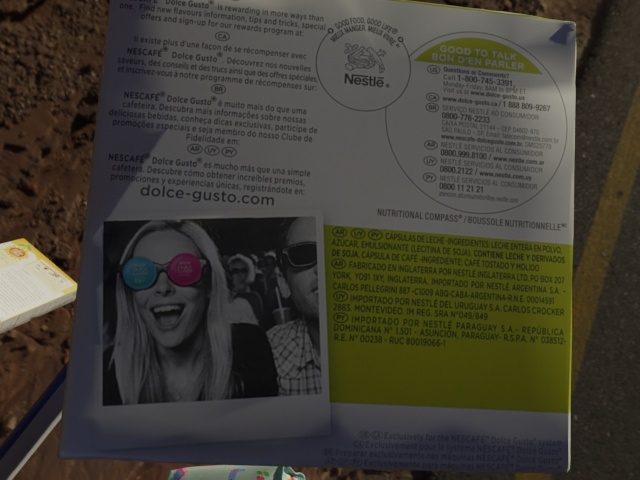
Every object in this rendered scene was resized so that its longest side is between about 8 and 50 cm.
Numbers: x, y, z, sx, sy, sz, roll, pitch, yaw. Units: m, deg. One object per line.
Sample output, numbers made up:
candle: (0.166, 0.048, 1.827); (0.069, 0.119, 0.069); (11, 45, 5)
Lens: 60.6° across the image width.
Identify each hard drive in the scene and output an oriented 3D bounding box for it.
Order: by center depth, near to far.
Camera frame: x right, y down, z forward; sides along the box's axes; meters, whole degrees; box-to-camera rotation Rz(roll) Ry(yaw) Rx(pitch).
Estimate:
hard drive: (-0.347, 0.187, 0.796); (0.040, 0.210, 0.318); (39, 95, -10)

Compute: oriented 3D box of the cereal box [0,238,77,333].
cereal box: (-0.608, 0.086, 1.045); (0.173, 0.047, 0.240); (39, 21, 6)

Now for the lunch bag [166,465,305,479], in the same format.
lunch bag: (-0.146, 0.518, 0.908); (0.223, 0.160, 0.262); (-7, 55, 13)

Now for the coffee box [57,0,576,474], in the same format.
coffee box: (0.000, 0.000, 0.528); (0.338, 0.337, 0.334); (4, 84, -5)
